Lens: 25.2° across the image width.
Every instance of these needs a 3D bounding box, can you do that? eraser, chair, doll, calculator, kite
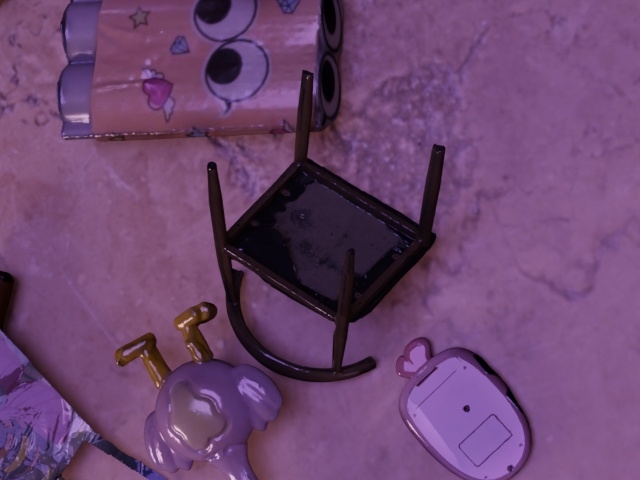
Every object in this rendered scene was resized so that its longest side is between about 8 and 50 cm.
[{"bbox_3d":[-0.127,-0.187,1.497,0.291,0.087,0.171,-1,78,18],"label":"eraser"},{"bbox_3d":[0.000,0.000,1.387,0.188,0.272,0.166,32,57,18],"label":"chair"},{"bbox_3d":[-0.079,0.246,1.427,0.160,0.094,0.365,-28,75,16],"label":"doll"},{"bbox_3d":[0.136,0.166,1.403,0.103,0.024,0.166,-45,73,8],"label":"calculator"},{"bbox_3d":[-0.293,0.248,1.509,0.360,0.022,0.204,33,89,9],"label":"kite"}]

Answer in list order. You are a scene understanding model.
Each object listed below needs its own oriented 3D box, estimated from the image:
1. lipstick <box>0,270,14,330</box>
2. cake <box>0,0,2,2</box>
[{"bbox_3d":[-0.402,0.204,1.556,0.057,0.057,0.356,14,88,19],"label":"lipstick"},{"bbox_3d":[-0.430,-0.310,1.599,0.246,0.112,0.135,-33,72,12],"label":"cake"}]
